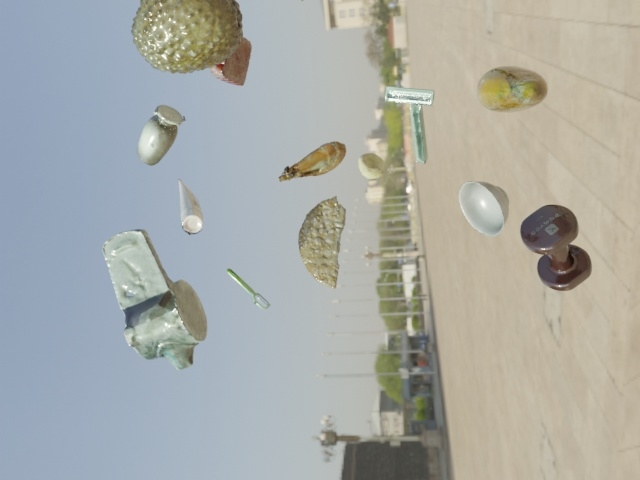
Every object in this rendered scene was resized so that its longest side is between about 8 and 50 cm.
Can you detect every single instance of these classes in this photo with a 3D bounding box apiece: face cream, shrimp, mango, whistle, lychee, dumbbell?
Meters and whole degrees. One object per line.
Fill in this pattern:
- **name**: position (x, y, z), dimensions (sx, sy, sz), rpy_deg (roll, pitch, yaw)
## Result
- **face cream**: position (-0.365, -0.097, 1.700), dimensions (0.092, 0.058, 0.243), rpy_deg (54, -175, -30)
- **shrimp**: position (-0.015, -0.177, 1.422), dimensions (0.043, 0.184, 0.091), rpy_deg (52, 155, 31)
- **mango**: position (0.603, -0.475, 1.896), dimensions (0.316, 0.193, 0.146), rpy_deg (-114, 23, -78)
- **whistle**: position (-0.466, 0.171, 1.685), dimensions (0.188, 0.168, 0.404), rpy_deg (-96, -18, -59)
- **lychee**: position (-0.323, -0.526, 1.483), dimensions (0.274, 0.255, 0.255), rpy_deg (-53, -22, -14)
- **dumbbell**: position (0.602, 0.021, 1.544), dimensions (0.225, 0.140, 0.124), rpy_deg (47, -174, -43)

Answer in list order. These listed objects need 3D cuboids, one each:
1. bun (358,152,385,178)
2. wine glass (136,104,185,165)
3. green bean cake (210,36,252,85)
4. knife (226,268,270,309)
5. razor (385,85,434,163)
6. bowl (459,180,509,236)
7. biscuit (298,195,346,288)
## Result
- **bun**: position (0.147, -0.211, 1.763), dimensions (0.054, 0.086, 0.086), rpy_deg (114, 166, -45)
- **wine glass**: position (-0.558, -0.364, 2.092), dimensions (0.204, 0.111, 0.111), rpy_deg (-50, 18, 32)
- **green bean cake**: position (-0.253, -0.512, 1.701), dimensions (0.135, 0.056, 0.135), rpy_deg (2, -79, -70)
- **knife**: position (-0.276, 0.184, 2.265), dimensions (0.015, 0.212, 0.054), rpy_deg (-46, 0, 39)
- **razor**: position (0.235, -0.282, 1.478), dimensions (0.278, 0.111, 0.056), rpy_deg (59, -135, -60)
- **bowl**: position (0.521, -0.115, 1.862), dimensions (0.189, 0.086, 0.189), rpy_deg (48, 156, 28)
- **biscuit**: position (0.000, 0.000, 1.877), dimensions (0.038, 0.141, 0.289), rpy_deg (61, -145, -78)
